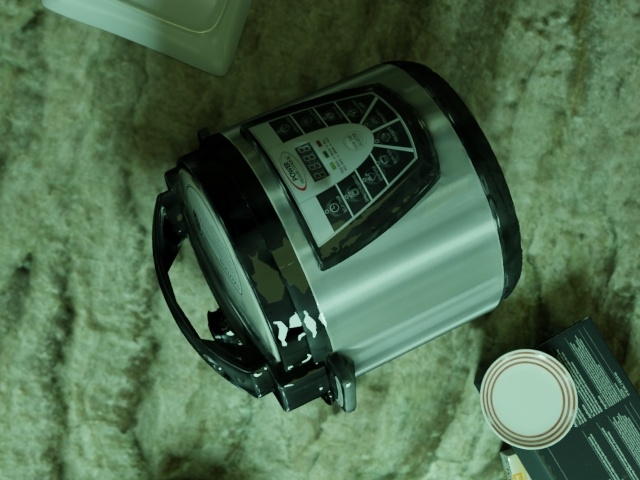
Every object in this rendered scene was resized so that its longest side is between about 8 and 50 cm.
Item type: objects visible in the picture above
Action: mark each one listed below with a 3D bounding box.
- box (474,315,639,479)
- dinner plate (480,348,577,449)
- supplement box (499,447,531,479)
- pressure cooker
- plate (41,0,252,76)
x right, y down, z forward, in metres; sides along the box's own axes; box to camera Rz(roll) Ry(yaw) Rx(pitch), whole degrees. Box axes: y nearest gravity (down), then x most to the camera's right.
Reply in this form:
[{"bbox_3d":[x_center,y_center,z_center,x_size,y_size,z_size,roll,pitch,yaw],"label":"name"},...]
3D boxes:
[{"bbox_3d":[0.377,0.273,1.494,0.184,0.103,0.261,-27,79,-14],"label":"box"},{"bbox_3d":[0.294,0.225,1.440,0.141,0.017,0.141,1,75,-4],"label":"dinner plate"},{"bbox_3d":[0.330,0.341,1.549,0.098,0.036,0.062,-15,93,-12],"label":"supplement box"},{"bbox_3d":[0.001,0.005,1.304,0.420,0.370,0.375,-24,106,-11],"label":"pressure cooker"},{"bbox_3d":[-0.213,-0.406,1.416,0.277,0.045,0.278,20,85,-12],"label":"plate"}]
